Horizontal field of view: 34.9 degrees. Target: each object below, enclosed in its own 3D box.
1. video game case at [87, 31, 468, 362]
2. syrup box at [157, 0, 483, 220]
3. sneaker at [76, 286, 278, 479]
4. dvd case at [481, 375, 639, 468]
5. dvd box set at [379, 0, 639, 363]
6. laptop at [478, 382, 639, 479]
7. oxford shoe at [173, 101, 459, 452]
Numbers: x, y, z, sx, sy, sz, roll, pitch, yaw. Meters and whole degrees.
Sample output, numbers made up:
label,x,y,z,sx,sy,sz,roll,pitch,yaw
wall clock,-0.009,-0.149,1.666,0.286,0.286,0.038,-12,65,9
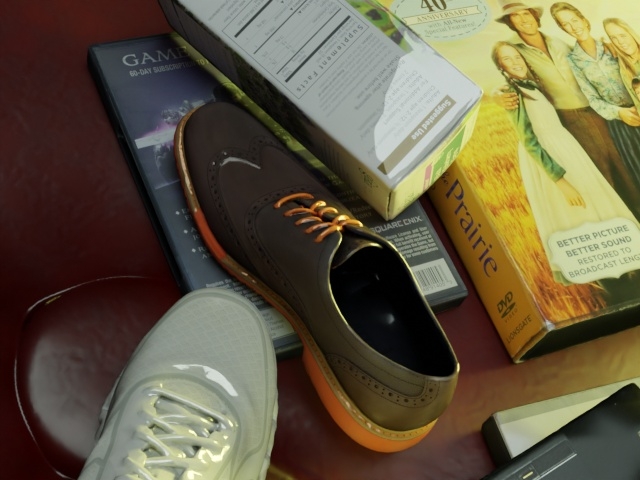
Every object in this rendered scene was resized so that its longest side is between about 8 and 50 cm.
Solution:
label,x,y,z,sx,sy,sz,roll,pitch,yaw
video game case,-0.035,-0.048,0.747,0.196,0.026,0.274,-14,64,-26
syrup box,-0.004,-0.131,0.718,0.237,0.093,0.096,42,83,11
sneaker,-0.089,0.142,0.546,0.110,0.118,0.292,21,57,-2
dvd case,0.229,0.208,0.670,0.179,0.030,0.239,-9,62,-23
dvd box set,0.201,-0.128,0.853,0.307,0.062,0.421,-11,63,-25
laptop,0.177,0.225,0.542,0.234,0.137,0.264,-29,70,-14
oxford shoe,0.000,0.000,0.652,0.096,0.098,0.271,-28,71,-31
